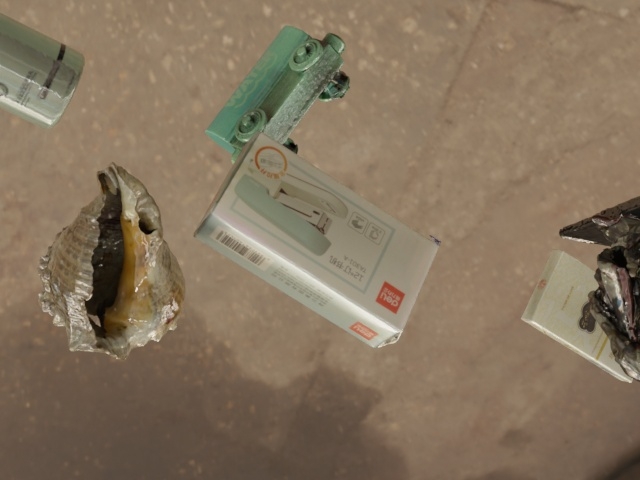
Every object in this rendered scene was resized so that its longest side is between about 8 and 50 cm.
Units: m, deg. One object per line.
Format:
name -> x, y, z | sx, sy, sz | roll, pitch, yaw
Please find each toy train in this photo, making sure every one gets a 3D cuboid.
toy train -> -0.068, -0.216, 1.572 | 0.248, 0.159, 0.101 | -52, 135, -6

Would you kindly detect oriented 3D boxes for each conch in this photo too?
conch -> -0.229, 0.031, 1.149 | 0.162, 0.178, 0.245 | 0, 125, -8

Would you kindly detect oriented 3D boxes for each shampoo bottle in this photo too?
shampoo bottle -> -0.360, -0.199, 1.000 | 0.262, 0.085, 0.085 | 26, 117, -23

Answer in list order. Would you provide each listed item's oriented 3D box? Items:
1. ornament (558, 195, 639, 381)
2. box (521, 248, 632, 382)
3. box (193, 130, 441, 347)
ornament -> 0.264, 0.081, 0.786 | 0.166, 0.196, 0.153 | 11, 167, -9
box -> 0.311, 0.088, 1.201 | 0.167, 0.024, 0.090 | 31, 80, -23
box -> 0.000, 0.000, 1.232 | 0.269, 0.135, 0.079 | 33, 150, -8
